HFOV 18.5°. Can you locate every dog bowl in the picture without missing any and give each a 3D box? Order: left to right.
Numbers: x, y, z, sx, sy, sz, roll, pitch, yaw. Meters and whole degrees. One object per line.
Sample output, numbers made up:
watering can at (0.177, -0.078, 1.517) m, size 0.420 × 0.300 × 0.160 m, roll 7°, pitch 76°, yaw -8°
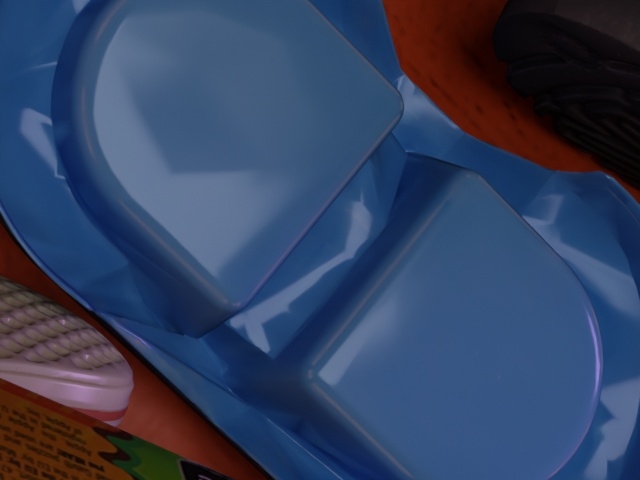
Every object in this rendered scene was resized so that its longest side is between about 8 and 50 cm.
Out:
dog bowl at (0.000, 0.000, 0.692) m, size 0.297 × 0.074 × 0.166 m, roll 44°, pitch 73°, yaw -16°

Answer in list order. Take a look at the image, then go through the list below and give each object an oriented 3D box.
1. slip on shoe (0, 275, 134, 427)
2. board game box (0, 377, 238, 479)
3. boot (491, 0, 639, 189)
slip on shoe at (-0.220, 0.052, 0.585) m, size 0.331 × 0.123 × 0.101 m, roll -1°, pitch 111°, yaw -23°
board game box at (-0.169, 0.231, 0.397) m, size 0.357 × 0.356 × 0.356 m, roll 26°, pitch 103°, yaw -20°
boot at (0.289, -0.192, 0.775) m, size 0.367 × 0.146 × 0.445 m, roll 28°, pitch 82°, yaw -32°
